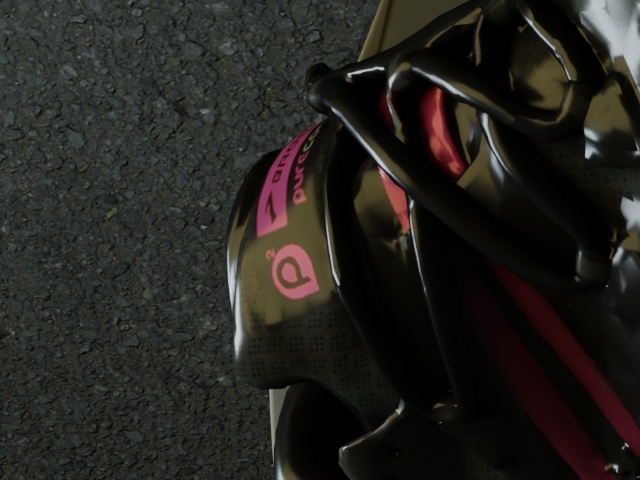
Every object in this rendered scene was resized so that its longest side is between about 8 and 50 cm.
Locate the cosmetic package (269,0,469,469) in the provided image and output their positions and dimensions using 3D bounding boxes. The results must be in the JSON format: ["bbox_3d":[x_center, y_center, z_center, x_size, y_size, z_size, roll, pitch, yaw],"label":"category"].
[{"bbox_3d":[0.065,-0.017,0.919,0.160,0.113,0.309,90,-166,-45],"label":"cosmetic package"}]

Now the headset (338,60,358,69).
[{"bbox_3d":[0.082,-0.045,1.501,0.394,0.185,0.243,5,-82,-78],"label":"headset"}]

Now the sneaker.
[{"bbox_3d":[0.072,0.002,0.523,0.483,0.202,0.185,103,174,-54],"label":"sneaker"}]
